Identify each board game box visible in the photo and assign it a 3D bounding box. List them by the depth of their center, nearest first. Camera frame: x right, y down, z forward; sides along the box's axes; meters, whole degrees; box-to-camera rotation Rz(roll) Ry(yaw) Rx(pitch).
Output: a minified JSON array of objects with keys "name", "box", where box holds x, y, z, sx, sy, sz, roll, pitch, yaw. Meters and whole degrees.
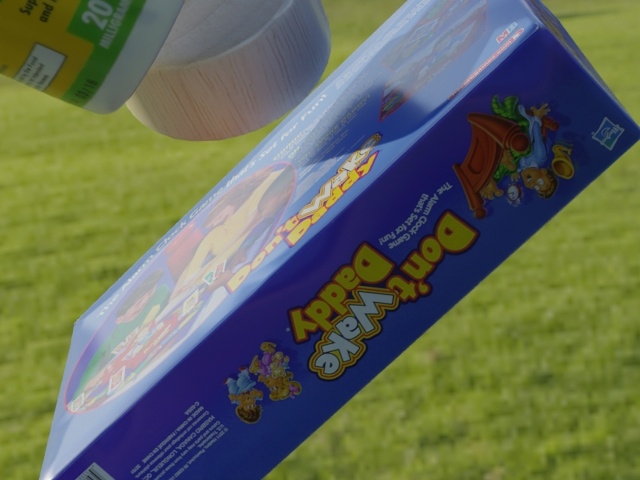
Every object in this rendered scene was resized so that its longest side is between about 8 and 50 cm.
[{"name":"board game box","box":[0.000,0.000,0.982,0.347,0.078,0.233,-43,16,12]}]

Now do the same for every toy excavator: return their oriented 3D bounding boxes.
[{"name":"toy excavator","box":[-0.178,-0.282,1.124,0.445,0.433,0.222,6,-27,19]}]

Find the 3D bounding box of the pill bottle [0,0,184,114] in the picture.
[{"name":"pill bottle","box":[-0.182,-0.165,0.829,0.246,0.136,0.136,23,7,-16]}]
